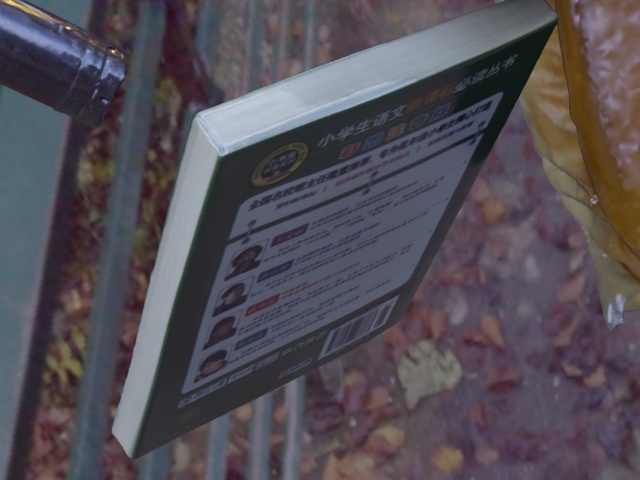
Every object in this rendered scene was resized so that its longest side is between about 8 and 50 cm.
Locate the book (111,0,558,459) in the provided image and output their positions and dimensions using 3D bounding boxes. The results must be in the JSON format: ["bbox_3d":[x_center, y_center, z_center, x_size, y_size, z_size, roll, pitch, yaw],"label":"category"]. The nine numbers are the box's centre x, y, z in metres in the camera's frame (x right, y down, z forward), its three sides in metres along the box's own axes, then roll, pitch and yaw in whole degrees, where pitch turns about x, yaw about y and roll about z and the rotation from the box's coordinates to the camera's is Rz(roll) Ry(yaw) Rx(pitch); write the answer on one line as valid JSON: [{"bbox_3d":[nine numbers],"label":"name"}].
[{"bbox_3d":[0.000,0.000,0.717,0.202,0.264,0.027,-24,64,-30],"label":"book"}]

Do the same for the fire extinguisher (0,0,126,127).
[{"bbox_3d":[-0.281,-0.180,1.121,0.267,0.089,0.072,25,65,-23],"label":"fire extinguisher"}]

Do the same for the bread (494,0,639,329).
[{"bbox_3d":[0.229,-0.148,0.805,0.236,0.389,0.183,-19,18,-10],"label":"bread"}]
